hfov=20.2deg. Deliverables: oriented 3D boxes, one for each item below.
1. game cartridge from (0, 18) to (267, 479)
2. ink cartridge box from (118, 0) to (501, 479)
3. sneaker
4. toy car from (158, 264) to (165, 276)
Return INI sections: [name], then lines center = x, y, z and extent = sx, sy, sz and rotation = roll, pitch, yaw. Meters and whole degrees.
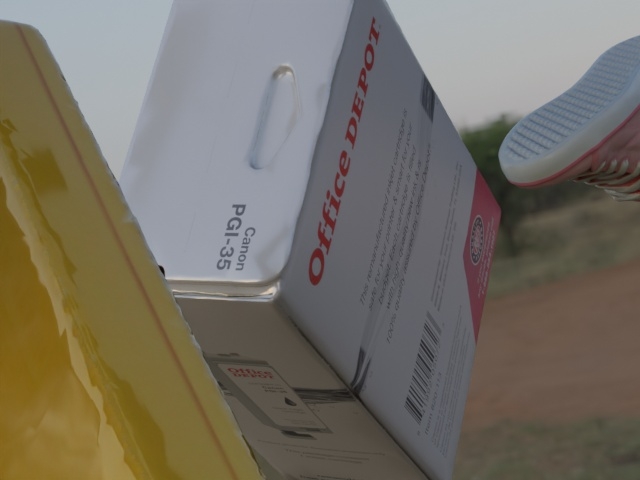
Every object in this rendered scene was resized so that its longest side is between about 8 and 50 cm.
[game cartridge]
center = -0.131, 0.118, 0.618
extent = 0.052, 0.285, 0.324
rotation = 7, -55, -33
[ink cartridge box]
center = 0.000, 0.000, 1.037
extent = 0.117, 0.207, 0.283
rotation = 2, -27, 25
[sneaker]
center = 0.133, -0.039, 0.809
extent = 0.051, 0.070, 0.134
rotation = -6, 23, 40
[toy car]
center = -0.087, 0.062, 0.746
extent = 0.040, 0.122, 0.060
rotation = 7, 26, 42
